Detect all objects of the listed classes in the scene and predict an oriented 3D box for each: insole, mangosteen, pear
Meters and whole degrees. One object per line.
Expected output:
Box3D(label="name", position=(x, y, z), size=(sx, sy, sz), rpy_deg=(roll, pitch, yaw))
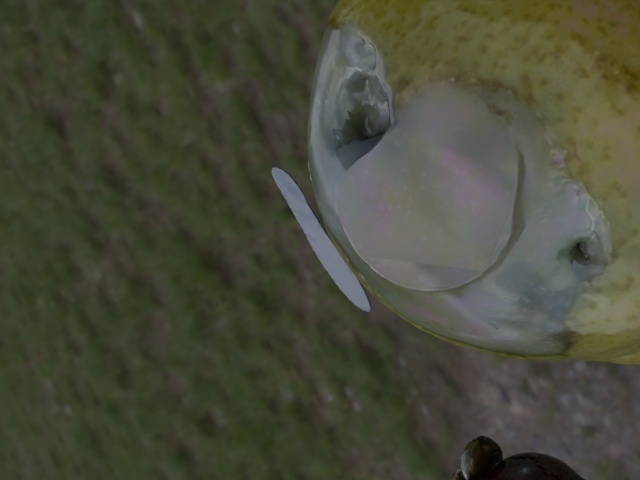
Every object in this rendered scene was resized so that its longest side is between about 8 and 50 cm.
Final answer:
Box3D(label="insole", position=(0.000, 0.000, 1.976), size=(0.232, 0.003, 0.080), rpy_deg=(58, 158, -20))
Box3D(label="mangosteen", position=(0.221, 0.314, 1.762), size=(0.180, 0.166, 0.166), rpy_deg=(32, 145, 35))
Box3D(label="pear", position=(0.127, -0.054, 0.819), size=(0.271, 0.271, 0.271), rpy_deg=(49, 155, 32))
